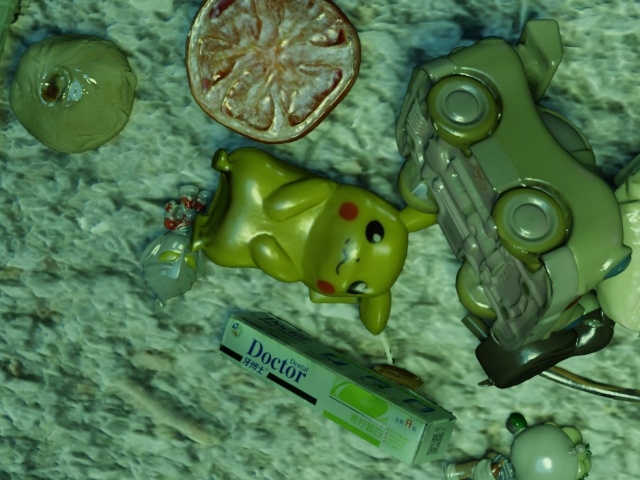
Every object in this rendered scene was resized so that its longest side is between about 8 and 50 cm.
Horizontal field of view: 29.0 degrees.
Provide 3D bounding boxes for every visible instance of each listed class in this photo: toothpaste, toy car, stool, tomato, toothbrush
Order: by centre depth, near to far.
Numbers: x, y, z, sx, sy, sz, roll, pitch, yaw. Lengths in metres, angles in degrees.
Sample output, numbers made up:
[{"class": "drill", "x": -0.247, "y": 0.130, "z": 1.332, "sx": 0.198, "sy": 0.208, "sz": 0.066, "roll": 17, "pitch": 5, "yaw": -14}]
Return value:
[{"class": "toy car", "x": 0.249, "y": -0.068, "z": 1.496, "sx": 0.226, "sy": 0.242, "sz": 0.336, "roll": -24, "pitch": 71, "yaw": -16}, {"class": "stool", "x": 0.285, "y": 0.113, "z": 1.613, "sx": 0.217, "sy": 0.125, "sz": 0.121, "roll": -25, "pitch": 71, "yaw": -7}, {"class": "toothpaste", "x": 0.017, "y": 0.188, "z": 1.626, "sx": 0.336, "sy": 0.081, "sz": 0.067, "roll": 25, "pitch": 102, "yaw": 33}, {"class": "tomato", "x": -0.058, "y": -0.243, "z": 1.649, "sx": 0.236, "sy": 0.095, "sz": 0.237, "roll": 1, "pitch": 94, "yaw": 13}, {"class": "toothbrush", "x": 0.424, "y": 0.212, "z": 1.649, "sx": 0.321, "sy": 0.023, "sz": 0.031, "roll": 19, "pitch": 91, "yaw": 8}]

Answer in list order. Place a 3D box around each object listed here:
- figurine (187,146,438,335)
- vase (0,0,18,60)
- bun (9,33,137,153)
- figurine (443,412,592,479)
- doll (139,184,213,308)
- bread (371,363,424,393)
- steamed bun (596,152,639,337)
[{"class": "figurine", "x": -0.007, "y": -0.003, "z": 1.631, "sx": 0.326, "sy": 0.169, "sz": 0.218, "roll": 21, "pitch": 107, "yaw": 4}, {"class": "vase", "x": -0.483, "y": -0.287, "z": 1.705, "sx": 0.143, "sy": 0.143, "sz": 0.299, "roll": 19, "pitch": 97, "yaw": 8}, {"class": "bun", "x": -0.344, "y": -0.204, "z": 1.696, "sx": 0.166, "sy": 0.113, "sz": 0.173, "roll": 34, "pitch": 104, "yaw": 5}, {"class": "figurine", "x": 0.267, "y": 0.304, "z": 1.659, "sx": 0.197, "sy": 0.093, "sz": 0.147, "roll": -19, "pitch": 71, "yaw": 20}, {"class": "doll", "x": -0.198, "y": 0.010, "z": 1.721, "sx": 0.094, "sy": 0.079, "sz": 0.180, "roll": 17, "pitch": 95, "yaw": -24}, {"class": "bread", "x": 0.092, "y": 0.207, "z": 1.680, "sx": 0.070, "sy": 0.083, "sz": 0.077, "roll": 33, "pitch": 102, "yaw": 12}, {"class": "steamed bun", "x": 0.479, "y": -0.032, "z": 1.521, "sx": 0.320, "sy": 0.206, "sz": 0.275, "roll": -16, "pitch": 109, "yaw": 10}]
